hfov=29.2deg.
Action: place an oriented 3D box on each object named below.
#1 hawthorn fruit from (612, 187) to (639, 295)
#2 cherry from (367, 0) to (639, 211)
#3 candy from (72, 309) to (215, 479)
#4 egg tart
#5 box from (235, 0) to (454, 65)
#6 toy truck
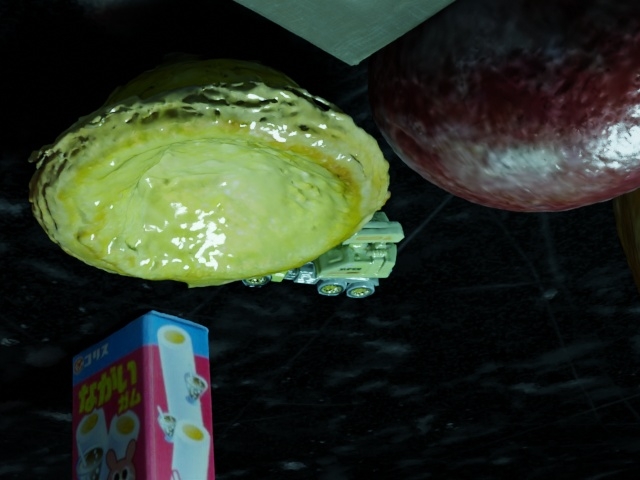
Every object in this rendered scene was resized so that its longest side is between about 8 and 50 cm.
[{"bbox_3d":[0.405,-0.007,0.932,0.403,0.403,0.403,-4,151,-2],"label":"hawthorn fruit"},{"bbox_3d":[0.156,-0.130,0.833,0.203,0.230,0.300,42,167,-37],"label":"cherry"},{"bbox_3d":[-0.204,0.252,1.412,0.100,0.306,0.157,19,143,-39],"label":"candy"},{"bbox_3d":[-0.092,-0.066,1.058,0.315,0.120,0.315,-5,152,-2],"label":"egg tart"},{"bbox_3d":[0.045,-0.242,0.733,0.231,0.155,0.149,-29,145,34],"label":"box"},{"bbox_3d":[0.000,0.000,1.230,0.169,0.077,0.100,8,151,-19],"label":"toy truck"}]
